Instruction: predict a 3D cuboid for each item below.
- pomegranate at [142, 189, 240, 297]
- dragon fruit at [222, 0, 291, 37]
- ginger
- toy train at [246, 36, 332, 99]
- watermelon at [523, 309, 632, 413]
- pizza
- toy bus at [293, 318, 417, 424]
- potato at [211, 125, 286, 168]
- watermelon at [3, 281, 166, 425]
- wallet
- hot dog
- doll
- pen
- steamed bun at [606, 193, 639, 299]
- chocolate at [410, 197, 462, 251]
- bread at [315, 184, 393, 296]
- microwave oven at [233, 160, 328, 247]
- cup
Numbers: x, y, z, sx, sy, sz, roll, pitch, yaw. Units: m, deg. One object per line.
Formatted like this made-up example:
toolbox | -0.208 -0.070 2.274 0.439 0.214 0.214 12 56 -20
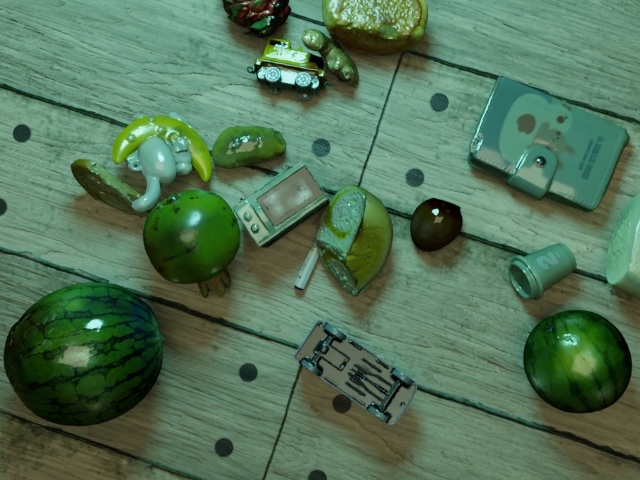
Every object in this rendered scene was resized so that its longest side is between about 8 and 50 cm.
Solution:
pomegranate | -0.289 0.023 1.739 0.235 0.236 0.302 -16 126 2
dragon fruit | -0.160 -0.598 1.802 0.182 0.182 0.188 -44 106 1
ginger | 0.028 -0.448 1.783 0.059 0.214 0.133 -35 74 18
toy train | -0.072 -0.430 1.836 0.219 0.089 0.127 11 79 3
watermelon | 0.600 0.284 1.724 0.242 0.242 0.243 0 89 2
pizza | -0.504 -0.111 1.823 0.262 0.181 0.034 34 66 -20
toy bus | 0.086 0.319 1.794 0.292 0.133 0.125 34 85 5
potato | -0.179 -0.236 1.838 0.188 0.085 0.105 -5 91 -2
watermelon | -0.542 0.265 1.722 0.363 0.363 0.364 0 89 2
wallet | 0.554 -0.227 1.813 0.360 0.083 0.252 24 85 3
hot dog | 0.126 -0.539 1.796 0.256 0.153 0.150 9 85 -4
doll | -0.391 -0.203 1.802 0.237 0.111 0.252 -19 76 -34
pen | 0.000 0.000 1.852 0.033 0.033 0.269 25 91 2
steamed bun | 0.798 0.028 1.760 0.200 0.155 0.250 21 83 -1
chocolate | 0.283 -0.034 1.816 0.124 0.127 0.133 20 104 32
bread | 0.089 -0.001 1.797 0.156 0.158 0.261 11 104 -39
microwave oven | -0.094 -0.089 1.791 0.205 0.163 0.129 -35 89 1
cup | 0.545 0.072 1.795 0.141 0.120 0.120 -23 88 -10
